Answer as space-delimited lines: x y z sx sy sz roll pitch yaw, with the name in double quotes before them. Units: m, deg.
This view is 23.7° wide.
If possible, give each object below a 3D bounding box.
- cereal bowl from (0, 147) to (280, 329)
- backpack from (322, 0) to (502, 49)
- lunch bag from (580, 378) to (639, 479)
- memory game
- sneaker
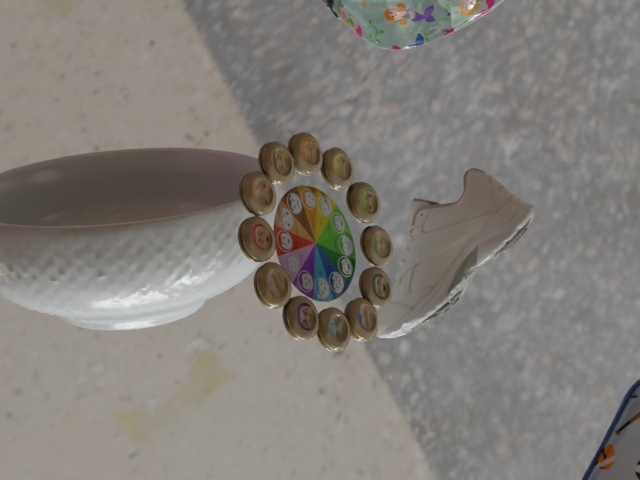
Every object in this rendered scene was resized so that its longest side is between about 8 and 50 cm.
"cereal bowl" -0.210 0.004 1.634 0.339 0.339 0.141 1 107 12
"backpack" 0.096 -0.341 1.716 0.225 0.253 0.191 -29 138 -4
"lunch bag" 0.451 0.282 1.683 0.303 0.243 0.115 19 155 33
"memory game" 0.000 0.000 1.249 0.012 0.186 0.186 -17 109 40
"sneaker" 0.129 0.011 1.725 0.232 0.090 0.115 -45 78 12
